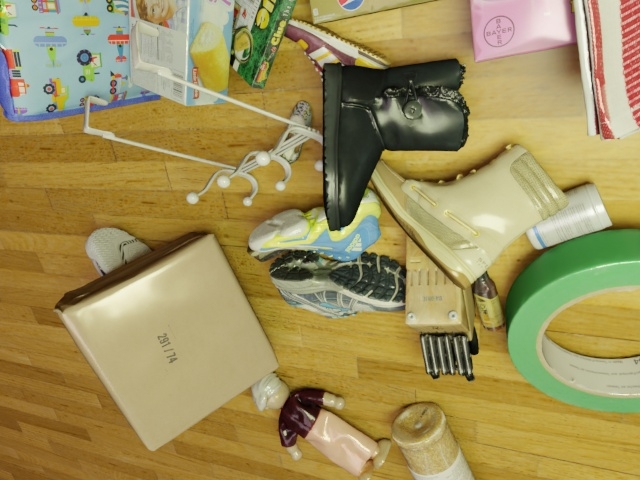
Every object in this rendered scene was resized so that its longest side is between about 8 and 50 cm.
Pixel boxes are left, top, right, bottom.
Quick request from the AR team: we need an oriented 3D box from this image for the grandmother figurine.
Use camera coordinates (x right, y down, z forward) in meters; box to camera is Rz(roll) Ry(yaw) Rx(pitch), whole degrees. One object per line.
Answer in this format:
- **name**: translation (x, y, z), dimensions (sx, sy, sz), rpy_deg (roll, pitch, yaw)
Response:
- **grandmother figurine**: translation (-0.019, 0.428, 1.096), dimensions (0.343, 0.104, 0.207), rpy_deg (35, 97, 6)

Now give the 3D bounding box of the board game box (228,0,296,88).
- **board game box**: translation (-0.083, -0.376, 0.694), dimensions (0.136, 0.030, 0.259), rpy_deg (48, 128, 26)

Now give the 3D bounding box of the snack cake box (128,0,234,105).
- **snack cake box**: translation (-0.218, -0.361, 0.728), dimensions (0.152, 0.089, 0.264), rpy_deg (29, 123, 30)

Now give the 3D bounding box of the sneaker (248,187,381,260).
- **sneaker**: translation (0.000, 0.000, 0.828), dimensions (0.240, 0.091, 0.126), rpy_deg (-19, 119, 8)

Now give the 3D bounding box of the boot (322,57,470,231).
- **boot**: translation (0.106, -0.134, 0.670), dimensions (0.207, 0.094, 0.246), rpy_deg (0, 95, -1)

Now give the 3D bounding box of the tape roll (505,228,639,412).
- **tape roll**: translation (0.452, 0.133, 0.710), dimensions (0.322, 0.077, 0.321), rpy_deg (9, 129, 11)

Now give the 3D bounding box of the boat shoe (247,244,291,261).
- **boat shoe**: translation (-0.071, -0.003, 0.913), dimensions (0.152, 0.056, 0.049), rpy_deg (-23, 132, 23)

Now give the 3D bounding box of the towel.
- **towel**: translation (0.405, -0.264, 0.462), dimensions (0.329, 0.037, 0.236), rpy_deg (-23, 113, -4)

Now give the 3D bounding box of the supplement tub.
- **supplement tub**: translation (0.362, -0.035, 0.696), dimensions (0.107, 0.071, 0.071), rpy_deg (-22, 106, 32)

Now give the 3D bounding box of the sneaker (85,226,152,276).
- **sneaker**: translation (-0.442, 0.153, 1.096), dimensions (0.210, 0.137, 0.365), rpy_deg (-30, 106, 30)

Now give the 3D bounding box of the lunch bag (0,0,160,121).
- **lunch bag**: translation (-0.390, -0.317, 0.730), dimensions (0.138, 0.293, 0.220), rpy_deg (21, 122, 12)

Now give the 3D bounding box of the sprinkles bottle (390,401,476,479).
- **sprinkles bottle**: translation (0.271, 0.519, 0.999), dimensions (0.121, 0.121, 0.355), rpy_deg (-17, 108, 30)

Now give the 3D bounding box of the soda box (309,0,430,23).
- **soda box**: translation (0.078, -0.349, 0.653), dimensions (0.182, 0.061, 0.058), rpy_deg (-1, 115, 23)

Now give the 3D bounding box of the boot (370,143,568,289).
- **boot**: translation (0.208, -0.081, 0.715), dimensions (0.203, 0.095, 0.262), rpy_deg (-40, 55, 5)

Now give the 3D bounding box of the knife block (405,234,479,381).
- **knife block**: translation (0.224, 0.105, 0.834), dimensions (0.088, 0.242, 0.275), rpy_deg (-5, 69, 24)

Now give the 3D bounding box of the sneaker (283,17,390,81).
- **sneaker**: translation (0.009, -0.274, 0.718), dimensions (0.186, 0.069, 0.083), rpy_deg (28, 118, 8)

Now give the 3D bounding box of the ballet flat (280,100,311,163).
- **ballet flat**: translation (-0.043, -0.182, 0.808), dimensions (0.041, 0.041, 0.114), rpy_deg (25, 123, 9)

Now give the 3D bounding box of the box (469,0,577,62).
- **box**: translation (0.280, -0.353, 0.533), dimensions (0.214, 0.117, 0.242), rpy_deg (-2, 115, 24)

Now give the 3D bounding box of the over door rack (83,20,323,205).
- **over door rack**: translation (-0.179, -0.147, 0.721), dimensions (0.324, 0.108, 0.240), rpy_deg (23, 154, -36)

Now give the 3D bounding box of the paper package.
- **paper package**: translation (-0.293, 0.183, 0.943), dimensions (0.168, 0.310, 0.324), rpy_deg (12, 128, 64)

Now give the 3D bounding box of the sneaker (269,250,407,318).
- **sneaker**: translation (0.046, 0.094, 0.897), dimensions (0.283, 0.110, 0.122), rpy_deg (8, 134, 24)

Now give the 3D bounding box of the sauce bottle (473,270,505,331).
- **sauce bottle**: translation (0.288, 0.096, 0.816), dimensions (0.042, 0.042, 0.128), rpy_deg (-12, 109, 28)
